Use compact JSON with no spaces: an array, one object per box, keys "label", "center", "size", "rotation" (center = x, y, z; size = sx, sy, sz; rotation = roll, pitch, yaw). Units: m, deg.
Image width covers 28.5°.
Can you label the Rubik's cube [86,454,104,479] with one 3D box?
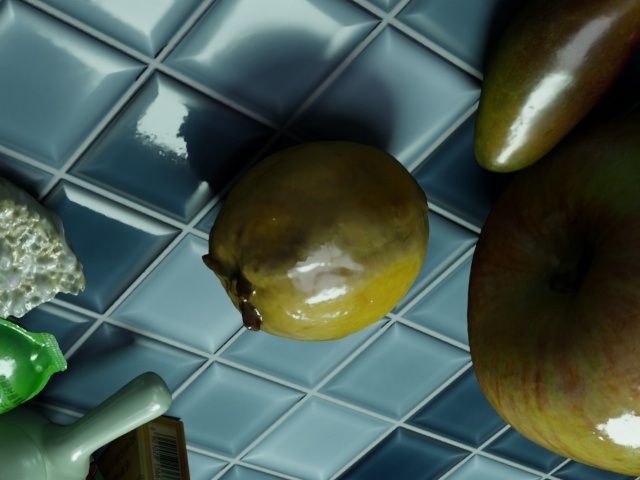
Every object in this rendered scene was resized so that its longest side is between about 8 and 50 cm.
[{"label":"Rubik's cube","center":[-0.332,0.305,1.607],"size":[0.111,0.093,0.111],"rotation":[-11,138,-10]}]

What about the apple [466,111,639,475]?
[{"label":"apple","center":[0.361,0.060,1.371],"size":[0.333,0.400,0.400],"rotation":[15,129,-35]}]

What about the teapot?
[{"label":"teapot","center":[-0.343,0.254,1.496],"size":[0.318,0.220,0.149],"rotation":[-55,171,-14]}]

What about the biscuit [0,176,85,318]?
[{"label":"biscuit","center":[-0.389,0.006,1.273],"size":[0.281,0.084,0.179],"rotation":[-11,118,-11]}]

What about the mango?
[{"label":"mango","center":[0.235,-0.181,1.270],"size":[0.133,0.111,0.267],"rotation":[0,136,-41]}]

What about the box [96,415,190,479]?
[{"label":"box","center":[-0.229,0.377,1.582],"size":[0.076,0.274,0.174],"rotation":[17,127,-28]}]

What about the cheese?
[{"label":"cheese","center":[-0.445,0.140,1.403],"size":[0.320,0.083,0.204],"rotation":[-6,140,4]}]

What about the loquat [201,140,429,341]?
[{"label":"loquat","center":[0.000,0.000,1.328],"size":[0.238,0.193,0.238],"rotation":[-28,156,-13]}]
